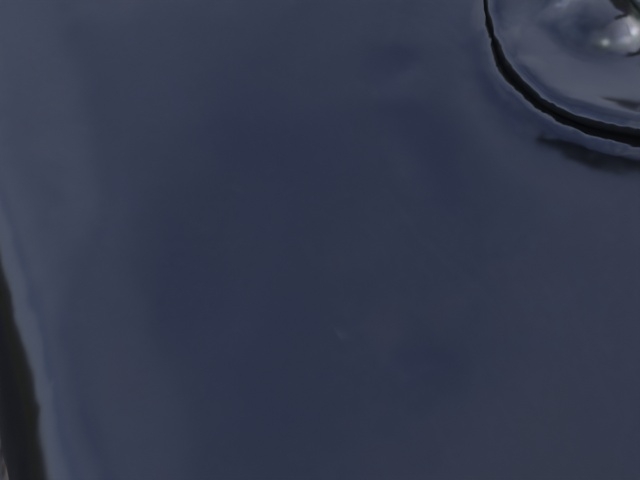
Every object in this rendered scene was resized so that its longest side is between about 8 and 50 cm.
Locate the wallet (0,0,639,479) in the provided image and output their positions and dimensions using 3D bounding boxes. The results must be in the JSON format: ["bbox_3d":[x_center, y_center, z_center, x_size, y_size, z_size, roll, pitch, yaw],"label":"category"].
[{"bbox_3d":[0.011,-0.019,0.405,0.197,0.051,0.377,-17,59,-1],"label":"wallet"}]
